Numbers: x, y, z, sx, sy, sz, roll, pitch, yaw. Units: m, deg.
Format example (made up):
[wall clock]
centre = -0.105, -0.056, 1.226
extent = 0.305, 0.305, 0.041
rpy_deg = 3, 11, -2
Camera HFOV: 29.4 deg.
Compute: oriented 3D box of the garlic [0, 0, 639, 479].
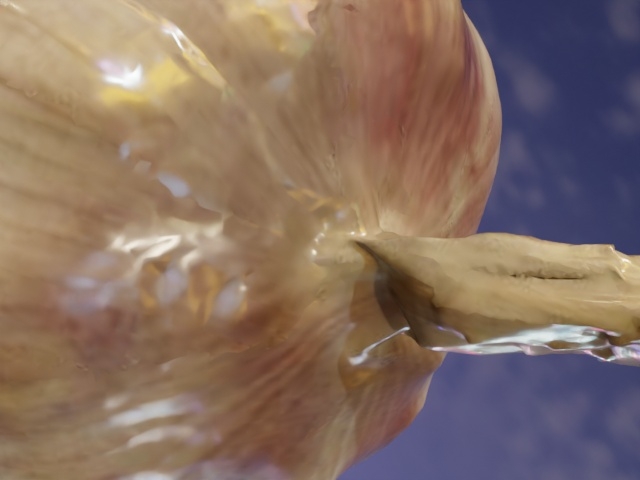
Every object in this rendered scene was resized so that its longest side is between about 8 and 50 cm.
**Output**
[garlic]
centre = 0.000, 0.000, 0.384
extent = 0.253, 0.245, 0.245
rpy_deg = 20, -52, 28
